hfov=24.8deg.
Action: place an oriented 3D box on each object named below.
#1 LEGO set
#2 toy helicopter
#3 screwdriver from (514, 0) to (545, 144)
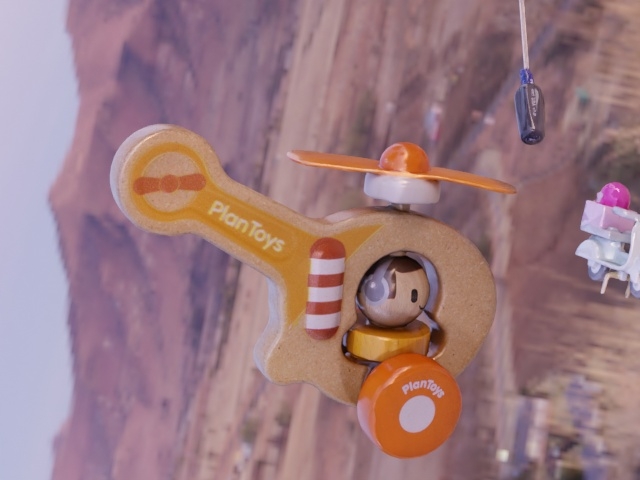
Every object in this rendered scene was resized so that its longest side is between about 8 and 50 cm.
[{"bbox_3d":[0.307,0.005,0.894,0.132,0.287,0.107,40,118,57],"label":"LEGO set"},{"bbox_3d":[0.000,0.000,1.148,0.235,0.355,0.140,-58,27,4],"label":"toy helicopter"},{"bbox_3d":[0.159,-0.143,1.150,0.024,0.025,0.170,58,-158,-48],"label":"screwdriver"}]
